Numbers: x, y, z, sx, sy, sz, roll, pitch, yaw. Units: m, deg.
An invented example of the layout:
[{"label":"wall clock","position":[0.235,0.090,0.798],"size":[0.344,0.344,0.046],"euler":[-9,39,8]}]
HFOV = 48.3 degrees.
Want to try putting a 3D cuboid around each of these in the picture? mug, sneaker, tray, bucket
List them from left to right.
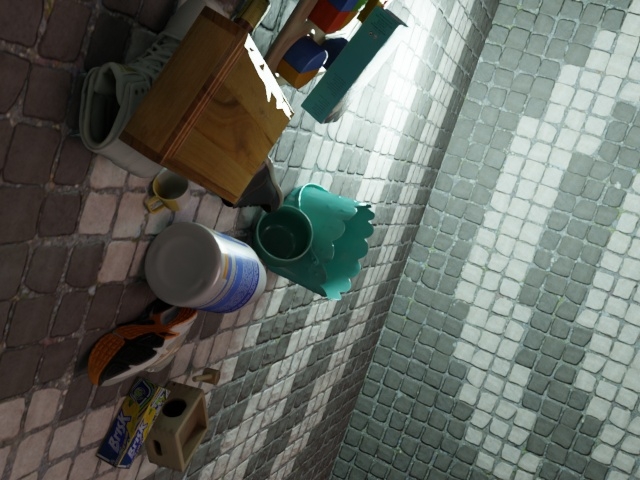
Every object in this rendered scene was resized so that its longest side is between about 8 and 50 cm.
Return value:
[{"label":"sneaker","position":[-0.319,0.209,1.302],"size":[0.262,0.099,0.121],"euler":[-36,147,-55]},{"label":"sneaker","position":[-0.236,-0.239,1.022],"size":[0.292,0.108,0.169],"euler":[-66,164,-2]},{"label":"mug","position":[-0.258,-0.081,1.229],"size":[0.064,0.078,0.062],"euler":[89,-6,-66]},{"label":"tray","position":[-0.149,-0.180,1.099],"size":[0.202,0.076,0.411],"euler":[-57,171,0]},{"label":"sneaker","position":[-0.151,-0.098,1.475],"size":[0.118,0.083,0.222],"euler":[-46,158,-15]},{"label":"mug","position":[-0.086,-0.017,1.626],"size":[0.097,0.130,0.157],"euler":[131,-19,-68]},{"label":"bucket","position":[0.000,0.000,1.792],"size":[0.281,0.183,0.281],"euler":[-54,157,-37]}]

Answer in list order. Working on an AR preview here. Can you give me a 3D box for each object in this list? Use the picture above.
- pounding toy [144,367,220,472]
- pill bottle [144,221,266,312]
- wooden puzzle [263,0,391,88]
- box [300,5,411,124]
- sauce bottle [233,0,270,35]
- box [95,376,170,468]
[{"label":"pounding toy","position":[-0.296,0.346,1.522],"size":[0.206,0.094,0.181],"euler":[-60,156,-49]},{"label":"pill bottle","position":[-0.203,0.061,1.362],"size":[0.152,0.152,0.272],"euler":[-67,161,-3]},{"label":"wooden puzzle","position":[0.027,-0.403,1.359],"size":[0.348,0.080,0.322],"euler":[-46,175,32]},{"label":"box","position":[0.069,-0.343,1.414],"size":[0.244,0.060,0.100],"euler":[-50,172,23]},{"label":"sauce bottle","position":[-0.134,-0.377,1.250],"size":[0.128,0.042,0.042],"euler":[-58,159,-20]},{"label":"box","position":[-0.364,0.355,1.392],"size":[0.168,0.054,0.059],"euler":[-64,161,-13]}]
